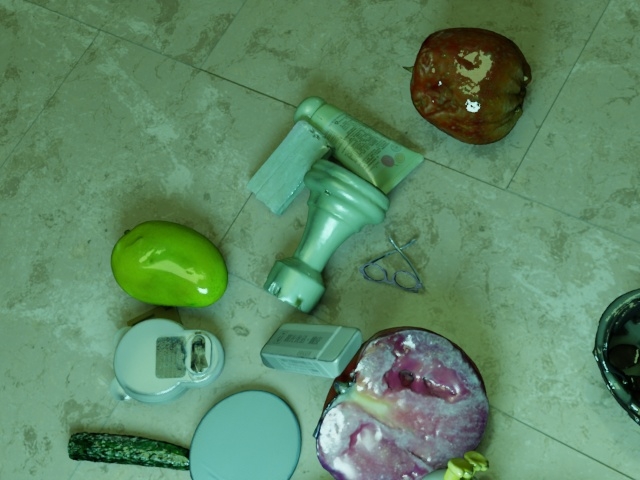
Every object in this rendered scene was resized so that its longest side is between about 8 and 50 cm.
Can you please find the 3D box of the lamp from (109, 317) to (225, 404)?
[{"bbox_3d":[-0.317,0.253,1.773,0.246,0.108,0.179,-4,71,7],"label":"lamp"}]

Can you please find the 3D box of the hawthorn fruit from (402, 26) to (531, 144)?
[{"bbox_3d":[0.319,-0.335,1.810,0.261,0.258,0.258,19,70,-8],"label":"hawthorn fruit"}]

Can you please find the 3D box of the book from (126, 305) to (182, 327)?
[{"bbox_3d":[-0.351,0.227,1.861,0.118,0.012,0.172,-26,62,1],"label":"book"}]

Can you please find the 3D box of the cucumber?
[{"bbox_3d":[-0.379,0.435,1.748,0.293,0.067,0.067,2,67,14],"label":"cucumber"}]

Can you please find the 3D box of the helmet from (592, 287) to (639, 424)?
[{"bbox_3d":[0.623,0.233,1.504,0.225,0.177,0.305,-35,69,5],"label":"helmet"}]

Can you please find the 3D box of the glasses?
[{"bbox_3d":[0.162,0.044,1.798,0.140,0.062,0.104,12,48,20],"label":"glasses"}]

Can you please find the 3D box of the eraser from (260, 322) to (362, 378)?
[{"bbox_3d":[-0.024,0.209,1.631,0.089,0.061,0.352,-52,21,-23],"label":"eraser"}]

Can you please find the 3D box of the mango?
[{"bbox_3d":[-0.326,0.052,1.859,0.273,0.149,0.185,7,61,12],"label":"mango"}]

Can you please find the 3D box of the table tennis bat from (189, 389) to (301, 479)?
[{"bbox_3d":[-0.175,0.447,1.678,0.215,0.044,0.329,34,72,13],"label":"table tennis bat"}]

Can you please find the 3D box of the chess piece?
[{"bbox_3d":[0.000,0.000,1.786,0.194,0.194,0.299,27,85,24],"label":"chess piece"}]

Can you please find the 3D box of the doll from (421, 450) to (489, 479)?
[{"bbox_3d":[0.228,0.513,1.478,0.117,0.141,0.296,9,101,36],"label":"doll"}]

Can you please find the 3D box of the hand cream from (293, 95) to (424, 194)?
[{"bbox_3d":[0.072,-0.223,1.905,0.306,0.093,0.147,36,64,25],"label":"hand cream"}]

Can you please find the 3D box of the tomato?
[{"bbox_3d":[0.144,0.325,1.597,0.289,0.176,0.335,31,86,-6],"label":"tomato"}]

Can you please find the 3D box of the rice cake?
[{"bbox_3d":[-0.066,-0.165,1.902,0.124,0.038,0.211,44,106,26],"label":"rice cake"}]
